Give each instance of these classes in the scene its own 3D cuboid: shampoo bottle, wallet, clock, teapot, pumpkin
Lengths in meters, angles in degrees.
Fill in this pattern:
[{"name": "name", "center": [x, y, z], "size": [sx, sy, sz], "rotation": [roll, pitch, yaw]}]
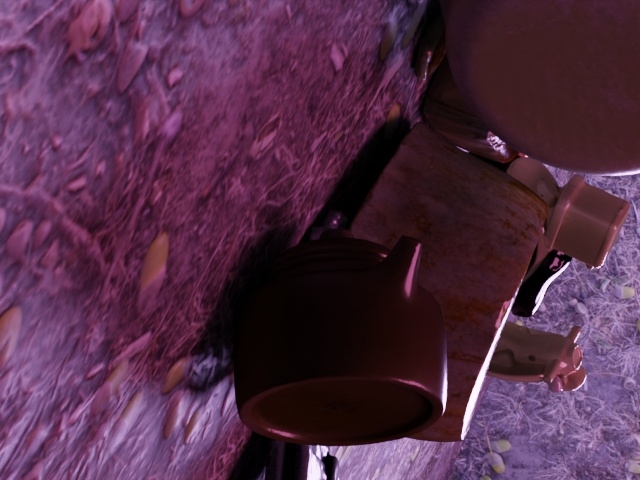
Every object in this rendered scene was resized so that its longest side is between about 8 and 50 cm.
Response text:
[{"name": "shampoo bottle", "center": [0.274, -0.242, 1.299], "size": [0.322, 0.322, 0.317], "rotation": [101, 12, -46]}, {"name": "wallet", "center": [-0.024, 0.366, 1.545], "size": [0.237, 0.075, 0.342], "rotation": [69, 25, -72]}, {"name": "clock", "center": [0.239, 0.063, 1.837], "size": [0.120, 0.276, 0.379], "rotation": [-48, 156, -45]}, {"name": "teapot", "center": [0.010, 0.078, 1.242], "size": [0.268, 0.185, 0.175], "rotation": [-36, -135, 48]}, {"name": "pumpkin", "center": [0.115, 0.064, 1.479], "size": [0.332, 0.199, 0.332], "rotation": [-62, 175, -10]}]

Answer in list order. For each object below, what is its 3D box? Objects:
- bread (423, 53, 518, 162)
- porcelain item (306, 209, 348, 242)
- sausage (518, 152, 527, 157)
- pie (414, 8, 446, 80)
[{"name": "bread", "center": [0.208, -0.190, 1.591], "size": [0.192, 0.110, 0.210], "rotation": [-65, 166, -2]}, {"name": "porcelain item", "center": [0.000, 0.000, 1.332], "size": [0.083, 0.028, 0.036], "rotation": [-55, 180, -40]}, {"name": "sausage", "center": [0.330, -0.175, 2.230], "size": [0.034, 0.034, 0.129], "rotation": [-56, 164, -30]}, {"name": "pie", "center": [0.118, -0.202, 1.427], "size": [0.085, 0.017, 0.085], "rotation": [-58, 166, -24]}]
